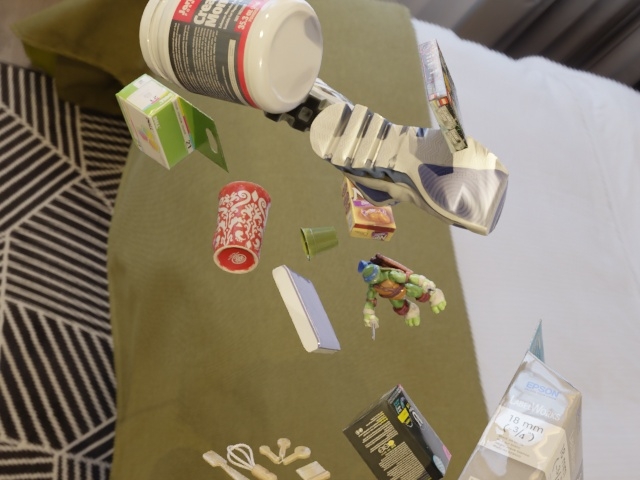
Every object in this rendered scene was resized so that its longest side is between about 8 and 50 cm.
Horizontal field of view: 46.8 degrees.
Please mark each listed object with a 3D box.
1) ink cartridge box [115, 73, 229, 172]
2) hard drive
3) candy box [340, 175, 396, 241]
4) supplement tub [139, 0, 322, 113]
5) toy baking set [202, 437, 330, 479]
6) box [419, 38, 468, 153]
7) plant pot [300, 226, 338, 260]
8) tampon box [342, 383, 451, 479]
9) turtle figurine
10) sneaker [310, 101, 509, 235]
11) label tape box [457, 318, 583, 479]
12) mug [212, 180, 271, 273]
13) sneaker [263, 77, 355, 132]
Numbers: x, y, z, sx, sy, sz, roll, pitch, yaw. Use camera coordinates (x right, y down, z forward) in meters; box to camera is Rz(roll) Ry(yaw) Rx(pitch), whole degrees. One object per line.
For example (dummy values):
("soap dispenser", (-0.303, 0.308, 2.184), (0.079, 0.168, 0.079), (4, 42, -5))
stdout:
("ink cartridge box", (-0.352, -0.256, 1.774), (0.255, 0.189, 0.097), (35, 64, 27))
("hard drive", (-0.028, 0.181, 1.857), (0.210, 0.040, 0.319), (65, 5, 13))
("candy box", (0.118, -0.086, 1.869), (0.109, 0.053, 0.186), (7, 43, -16))
("supplement tub", (-0.151, -0.333, 1.260), (0.272, 0.191, 0.191), (19, 39, 29))
("toy baking set", (-0.112, 0.489, 1.559), (0.256, 0.030, 0.197), (1, 20, -19))
("box", (0.167, -0.197, 1.002), (0.137, 0.027, 0.094), (-90, 154, -44))
("plant pot", (0.000, 0.000, 1.784), (0.079, 0.083, 0.083), (-14, 67, -9))
("tampon box", (0.138, 0.357, 1.303), (0.161, 0.101, 0.120), (53, 15, 8))
("turtle figurine", (0.221, 0.177, 1.965), (0.266, 0.198, 0.275), (26, 6, -45))
("sneaker", (0.147, -0.110, 1.182), (0.315, 0.182, 0.127), (25, 85, 17))
("label tape box", (0.321, 0.322, 1.096), (0.333, 0.106, 0.240), (-51, 139, -33))
("mug", (-0.167, -0.012, 1.543), (0.113, 0.150, 0.169), (8, 48, -7))
("sneaker", (0.018, -0.269, 1.551), (0.330, 0.122, 0.146), (33, 31, -11))
